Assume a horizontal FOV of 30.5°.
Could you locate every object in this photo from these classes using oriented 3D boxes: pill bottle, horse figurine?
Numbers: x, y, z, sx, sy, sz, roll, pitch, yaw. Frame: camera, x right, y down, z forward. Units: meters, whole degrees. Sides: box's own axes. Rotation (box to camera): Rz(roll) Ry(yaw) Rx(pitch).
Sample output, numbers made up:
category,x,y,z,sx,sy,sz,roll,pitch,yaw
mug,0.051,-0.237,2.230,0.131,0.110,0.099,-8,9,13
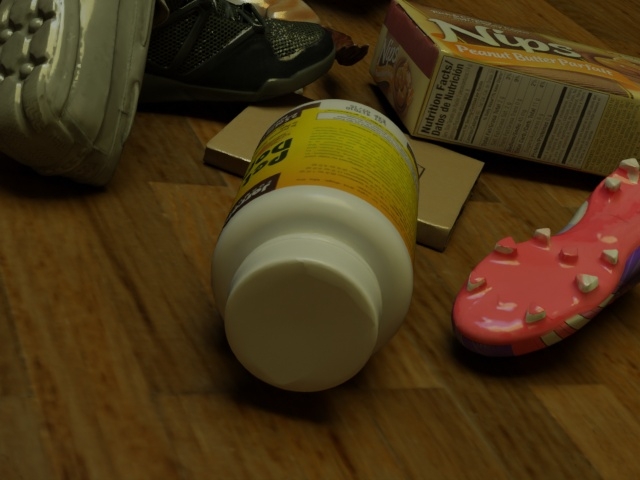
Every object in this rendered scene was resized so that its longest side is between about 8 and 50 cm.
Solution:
category,x,y,z,sx,sy,sz,roll,pitch,yaw
pill bottle,0.000,0.000,0.718,0.117,0.117,0.215,16,26,-2
horse figurine,-0.075,-0.210,1.136,0.263,0.066,0.174,18,33,7

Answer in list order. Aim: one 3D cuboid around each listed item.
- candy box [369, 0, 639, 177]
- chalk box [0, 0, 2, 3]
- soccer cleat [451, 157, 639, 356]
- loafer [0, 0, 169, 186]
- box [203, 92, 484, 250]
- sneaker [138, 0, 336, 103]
category,x,y,z,sx,sy,sz,roll,pitch,yaw
candy box,0.221,-0.136,1.119,0.317,0.087,0.183,10,23,-15
chalk box,-0.255,-0.255,0.981,0.132,0.213,0.132,20,69,29
soccer cleat,0.177,0.028,0.822,0.083,0.095,0.248,28,43,29
loafer,-0.166,-0.191,0.858,0.112,0.319,0.111,-5,-26,32
box,0.025,-0.064,0.962,0.201,0.021,0.164,21,27,8
sneaker,-0.090,-0.185,0.974,0.228,0.130,0.087,-3,35,-17
